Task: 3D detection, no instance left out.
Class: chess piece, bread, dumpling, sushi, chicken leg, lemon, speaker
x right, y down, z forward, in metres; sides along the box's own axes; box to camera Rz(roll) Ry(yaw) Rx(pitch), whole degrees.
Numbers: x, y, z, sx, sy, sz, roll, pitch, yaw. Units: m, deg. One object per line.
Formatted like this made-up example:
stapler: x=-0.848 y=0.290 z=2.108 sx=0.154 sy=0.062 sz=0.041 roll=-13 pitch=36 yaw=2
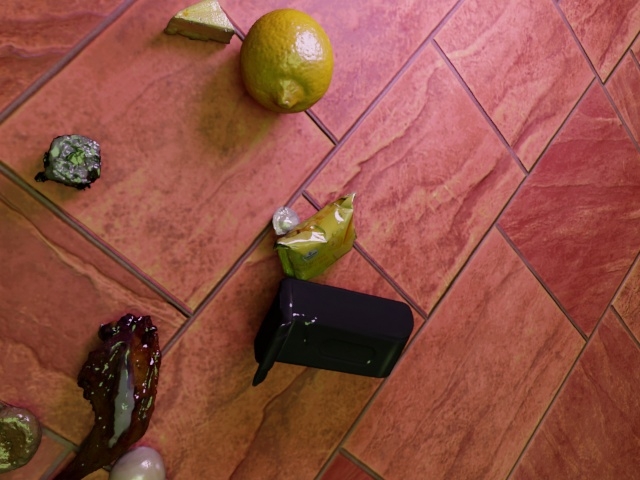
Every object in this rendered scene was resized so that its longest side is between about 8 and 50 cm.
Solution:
chess piece: x=-0.323 y=0.525 z=0.904 sx=0.142 sy=0.142 sz=0.261 roll=-17 pitch=97 yaw=-24
bread: x=-0.532 y=0.346 z=0.826 sx=0.082 sy=0.060 sz=0.113 roll=26 pitch=84 yaw=-25
dumpling: x=-0.073 y=-0.043 z=1.024 sx=0.076 sy=0.052 sz=0.057 roll=-18 pitch=114 yaw=-21
sushi: x=-0.435 y=-0.137 z=0.825 sx=0.098 sy=0.084 sz=0.094 roll=11 pitch=87 yaw=-29
bread: x=-0.230 y=-0.402 z=0.904 sx=0.109 sy=0.084 sz=0.080 roll=-36 pitch=106 yaw=-20
chicken leg: x=-0.398 y=0.331 z=0.874 sx=0.158 sy=0.096 sz=0.407 roll=27 pitch=84 yaw=-21
lemon: x=-0.066 y=-0.353 z=0.937 sx=0.186 sy=0.187 sz=0.244 roll=22 pitch=52 yaw=-26
speaker: x=0.036 y=0.214 z=1.002 sx=0.388 sy=0.184 sz=0.180 roll=15 pitch=110 yaw=-27

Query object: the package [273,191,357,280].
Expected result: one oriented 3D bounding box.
package: x=0.000 y=0.000 z=1.024 sx=0.226 sy=0.090 sz=0.168 roll=-38 pitch=148 yaw=-20
